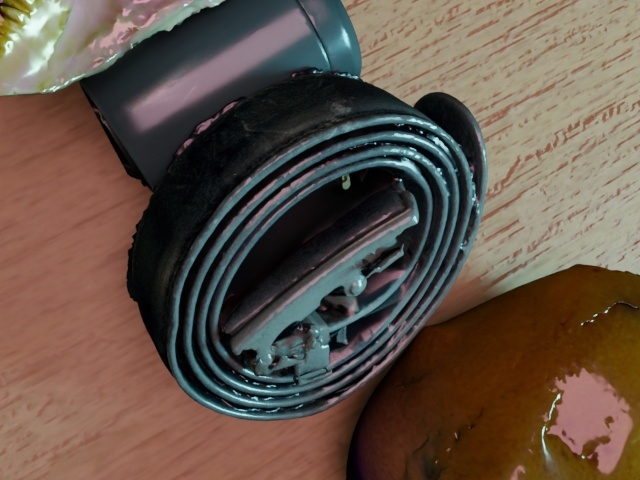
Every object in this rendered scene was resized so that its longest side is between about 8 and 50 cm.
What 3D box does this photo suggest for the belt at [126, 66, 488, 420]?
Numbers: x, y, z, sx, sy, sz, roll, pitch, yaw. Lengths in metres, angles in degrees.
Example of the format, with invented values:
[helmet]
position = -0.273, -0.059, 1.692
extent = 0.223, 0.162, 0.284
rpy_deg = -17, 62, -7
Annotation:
[belt]
position = 0.000, 0.000, 0.514
extent = 0.267, 0.116, 0.206
rpy_deg = -48, 129, 2

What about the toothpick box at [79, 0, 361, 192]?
[toothpick box]
position = -0.074, -0.118, 0.543
extent = 0.184, 0.120, 0.120
rpy_deg = -33, 95, -10

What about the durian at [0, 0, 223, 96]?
[durian]
position = -0.153, -0.228, 0.502
extent = 0.305, 0.196, 0.185
rpy_deg = -47, 128, -10

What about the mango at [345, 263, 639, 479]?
[mango]
position = 0.156, 0.135, 0.564
extent = 0.287, 0.152, 0.201
rpy_deg = -29, 91, -16
